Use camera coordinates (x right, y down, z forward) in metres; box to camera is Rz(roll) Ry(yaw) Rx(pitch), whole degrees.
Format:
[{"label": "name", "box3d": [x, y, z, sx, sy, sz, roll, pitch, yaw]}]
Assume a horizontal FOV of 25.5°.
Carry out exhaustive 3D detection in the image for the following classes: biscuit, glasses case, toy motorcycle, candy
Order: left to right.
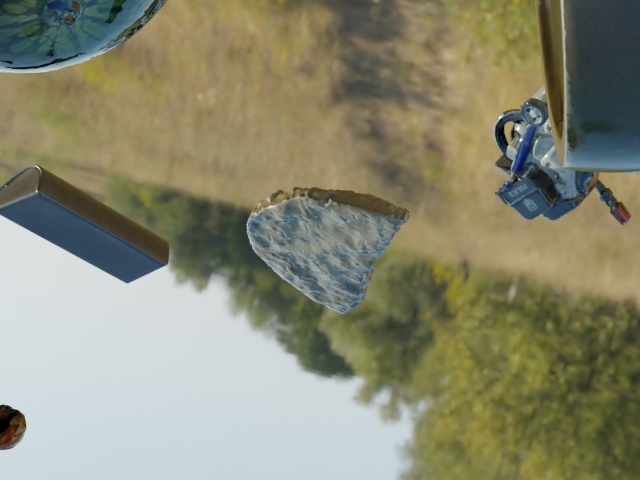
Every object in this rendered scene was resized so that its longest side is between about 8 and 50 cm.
[{"label": "candy", "box3d": [-0.407, 0.254, 1.600, 0.055, 0.184, 0.049, 20, 141, 41]}, {"label": "glasses case", "box3d": [-0.245, -0.014, 1.474, 0.072, 0.042, 0.190, -28, 139, 28]}, {"label": "biscuit", "box3d": [-0.003, 0.000, 1.322, 0.133, 0.032, 0.250, 23, 156, -1]}, {"label": "toy motorcycle", "box3d": [0.235, -0.077, 1.155, 0.150, 0.102, 0.221, 47, 145, -6]}]

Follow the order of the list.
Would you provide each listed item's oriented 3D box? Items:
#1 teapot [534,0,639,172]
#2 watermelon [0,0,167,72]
[{"label": "teapot", "box3d": [0.158, -0.131, 0.478, 0.175, 0.268, 0.185, -7, -146, 5]}, {"label": "watermelon", "box3d": [-0.263, -0.315, 1.223, 0.363, 0.363, 0.363, 16, -179, 0]}]
